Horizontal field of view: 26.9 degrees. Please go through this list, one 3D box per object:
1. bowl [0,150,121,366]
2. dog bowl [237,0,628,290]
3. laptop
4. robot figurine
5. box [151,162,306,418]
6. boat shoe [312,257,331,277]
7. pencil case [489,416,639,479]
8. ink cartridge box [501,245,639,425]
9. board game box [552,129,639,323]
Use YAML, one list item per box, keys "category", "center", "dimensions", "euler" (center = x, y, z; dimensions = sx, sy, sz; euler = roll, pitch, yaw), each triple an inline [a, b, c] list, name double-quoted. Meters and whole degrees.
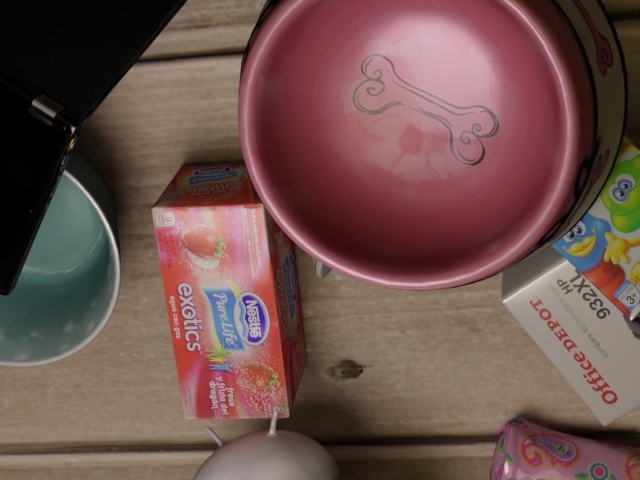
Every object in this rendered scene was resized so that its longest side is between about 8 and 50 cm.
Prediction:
- category: "bowl"
  center: [-0.384, -0.011, 1.710]
  dimensions: [0.311, 0.163, 0.311]
  euler: [3, 114, 8]
- category: "dog bowl"
  center: [0.098, -0.129, 1.350]
  dimensions: [0.408, 0.150, 0.408]
  euler: [5, 108, 14]
- category: "laptop"
  center: [-0.401, -0.227, 1.565]
  dimensions: [0.382, 0.236, 0.408]
  euler: [33, 122, 5]
- category: "robot figurine"
  center: [-0.048, 0.391, 1.683]
  dimensions: [0.300, 0.200, 0.353]
  euler: [-18, 89, 24]
- category: "box"
  center: [-0.110, 0.064, 1.707]
  dimensions: [0.142, 0.154, 0.300]
  euler: [-2, 113, 10]
- category: "boat shoe"
  center: [0.000, 0.000, 1.727]
  dimensions: [0.035, 0.035, 0.100]
  euler: [22, 124, 29]
- category: "pencil case"
  center: [0.368, 0.315, 1.766]
  dimensions: [0.284, 0.124, 0.124]
  euler: [11, 116, 3]
- category: "ink cartridge box"
  center: [0.406, 0.048, 1.626]
  dimensions: [0.307, 0.129, 0.223]
  euler: [-35, 105, 22]
- category: "board game box"
  center: [0.312, -0.049, 1.481]
  dimensions: [0.275, 0.142, 0.144]
  euler: [46, 106, 27]
